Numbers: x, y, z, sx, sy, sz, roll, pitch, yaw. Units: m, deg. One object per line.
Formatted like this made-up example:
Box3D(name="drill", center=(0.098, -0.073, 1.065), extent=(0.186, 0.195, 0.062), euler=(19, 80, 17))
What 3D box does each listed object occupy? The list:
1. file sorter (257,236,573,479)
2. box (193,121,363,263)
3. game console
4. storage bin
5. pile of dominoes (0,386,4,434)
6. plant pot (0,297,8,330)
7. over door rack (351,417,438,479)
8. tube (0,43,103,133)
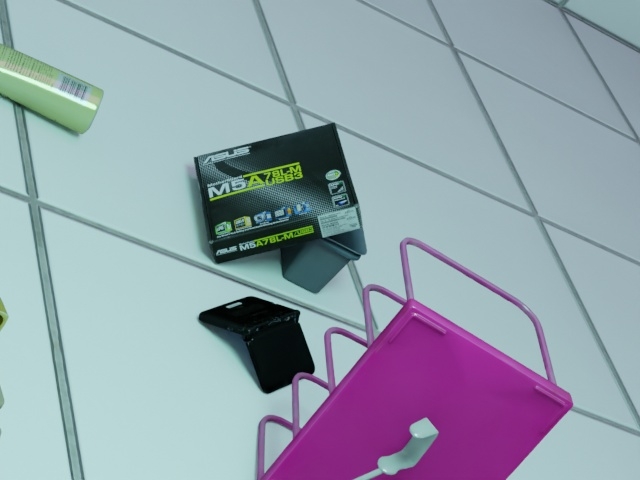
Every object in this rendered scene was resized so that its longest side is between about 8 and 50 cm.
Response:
Box3D(name="file sorter", center=(0.086, 0.175, 1.828), extent=(0.202, 0.291, 0.182), euler=(31, 24, -17))
Box3D(name="box", center=(-0.055, -0.061, 2.164), extent=(0.184, 0.190, 0.045), euler=(-103, 179, -49))
Box3D(name="game console", center=(-0.073, 0.119, 2.022), extent=(0.107, 0.071, 0.122), euler=(17, 16, 25))
Box3D(name="storage bin", center=(0.000, 0.000, 2.218), extent=(0.098, 0.091, 0.135), euler=(27, 29, -23))
Box3D(name="pile of dominoes", center=(-0.384, 0.133, 1.419), extent=(0.251, 0.040, 0.196), euler=(24, 36, -14))
Box3D(name="plant pot", center=(-0.354, 0.068, 1.660), extent=(0.081, 0.081, 0.083), euler=(27, 18, -24))
Box3D(name="over door rack", center=(0.036, 0.343, 1.619), extent=(0.324, 0.108, 0.239), euler=(-24, 62, -30))
Box3D(name="tube", center=(-0.381, -0.206, 2.096), extent=(0.240, 0.062, 0.070), euler=(26, -15, -16))
